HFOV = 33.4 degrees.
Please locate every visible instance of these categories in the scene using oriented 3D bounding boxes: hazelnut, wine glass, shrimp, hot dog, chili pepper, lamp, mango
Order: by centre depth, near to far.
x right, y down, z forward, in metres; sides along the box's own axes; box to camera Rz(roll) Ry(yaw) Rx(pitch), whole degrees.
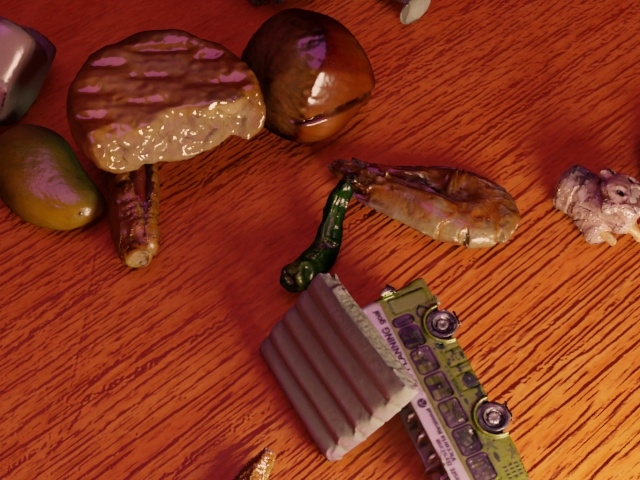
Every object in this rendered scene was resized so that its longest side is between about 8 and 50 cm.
[{"bbox_3d":[0.003,0.002,1.484,0.050,0.073,0.182,9,59,30],"label":"chili pepper"},{"bbox_3d":[-0.395,-0.087,1.507,0.122,0.085,0.191,-28,62,-24],"label":"mango"},{"bbox_3d":[-0.274,-0.091,1.520,0.068,0.083,0.289,14,48,-35],"label":"hot dog"},{"bbox_3d":[0.148,-0.070,1.554,0.294,0.062,0.154,20,45,6],"label":"shrimp"},{"bbox_3d":[-0.572,-0.270,1.565,0.301,0.247,0.247,26,98,0],"label":"lamp"},{"bbox_3d":[-0.008,-0.246,1.592,0.208,0.208,0.208,2,57,-3],"label":"hazelnut"},{"bbox_3d":[0.114,-0.434,1.781,0.073,0.073,0.155,-32,67,-22],"label":"wine glass"}]

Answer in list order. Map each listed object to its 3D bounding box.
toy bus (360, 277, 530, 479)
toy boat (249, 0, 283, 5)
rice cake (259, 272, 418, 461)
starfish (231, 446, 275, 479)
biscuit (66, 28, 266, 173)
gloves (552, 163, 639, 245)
[{"bbox_3d":[0.142,0.203,1.343,0.139,0.113,0.302,-21,62,-12],"label":"toy bus"},{"bbox_3d":[0.000,-0.522,1.782,0.133,0.145,0.332,34,67,17],"label":"toy boat"},{"bbox_3d":[0.015,0.159,1.332,0.037,0.189,0.198,0,52,-46],"label":"rice cake"},{"bbox_3d":[-0.110,0.354,1.265,0.240,0.043,0.227,3,56,1],"label":"starfish"},{"bbox_3d":[-0.224,-0.202,1.508,0.274,0.091,0.213,-15,55,-15],"label":"biscuit"},{"bbox_3d":[0.409,-0.057,1.544,0.144,0.094,0.110,15,45,15],"label":"gloves"}]
